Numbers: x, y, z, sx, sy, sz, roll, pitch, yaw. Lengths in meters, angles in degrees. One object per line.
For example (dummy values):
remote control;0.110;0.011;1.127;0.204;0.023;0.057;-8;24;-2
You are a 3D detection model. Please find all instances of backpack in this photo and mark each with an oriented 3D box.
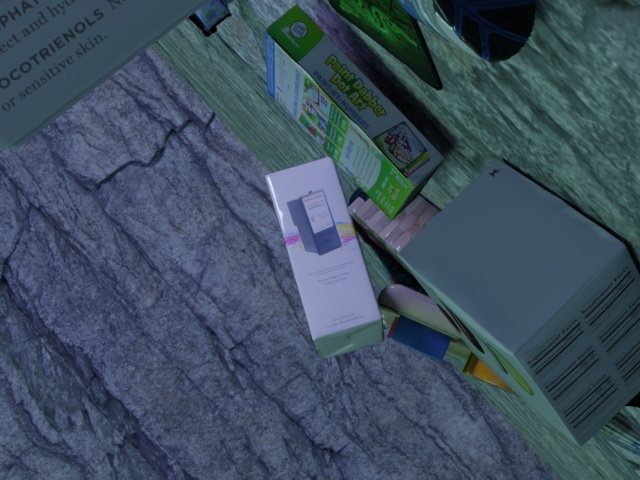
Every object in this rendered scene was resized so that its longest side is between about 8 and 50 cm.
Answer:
backpack;-0.185;-0.375;1.564;0.105;0.084;0.114;45;179;43

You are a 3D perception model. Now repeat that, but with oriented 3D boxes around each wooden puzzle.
wooden puzzle;0.238;0.186;1.828;0.322;0.080;0.348;24;172;5

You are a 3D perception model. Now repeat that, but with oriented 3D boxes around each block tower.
block tower;0.180;0.024;1.575;0.335;0.097;0.091;41;173;43

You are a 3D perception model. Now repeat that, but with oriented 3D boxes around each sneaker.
sneaker;0.056;-0.205;0.727;0.211;0.080;0.081;50;172;-22
sneaker;0.145;0.020;1.805;0.262;0.104;0.125;48;174;-8

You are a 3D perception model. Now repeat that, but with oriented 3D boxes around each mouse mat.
mouse mat;0.045;-0.236;1.073;0.190;0.007;0.152;46;176;33

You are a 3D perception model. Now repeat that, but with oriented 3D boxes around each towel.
towel;0.384;0.242;1.345;0.285;0.034;0.209;27;175;1

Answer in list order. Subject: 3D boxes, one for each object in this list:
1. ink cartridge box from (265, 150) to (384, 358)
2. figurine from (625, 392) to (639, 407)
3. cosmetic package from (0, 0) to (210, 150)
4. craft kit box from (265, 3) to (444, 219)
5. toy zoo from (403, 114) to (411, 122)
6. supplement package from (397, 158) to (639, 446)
ink cartridge box;0.000;0.000;1.766;0.207;0.119;0.353;75;179;-74
figurine;0.299;0.115;1.347;0.215;0.092;0.209;50;167;-27
cosmetic package;-0.283;-0.359;0.847;0.329;0.327;0.394;43;169;46
craft kit box;0.033;-0.146;1.310;0.246;0.061;0.250;49;173;4
toy zoo;0.045;-0.177;1.459;0.192;0.030;0.293;47;176;8
supplement package;0.223;0.064;1.094;0.194;0.149;0.203;43;175;46
